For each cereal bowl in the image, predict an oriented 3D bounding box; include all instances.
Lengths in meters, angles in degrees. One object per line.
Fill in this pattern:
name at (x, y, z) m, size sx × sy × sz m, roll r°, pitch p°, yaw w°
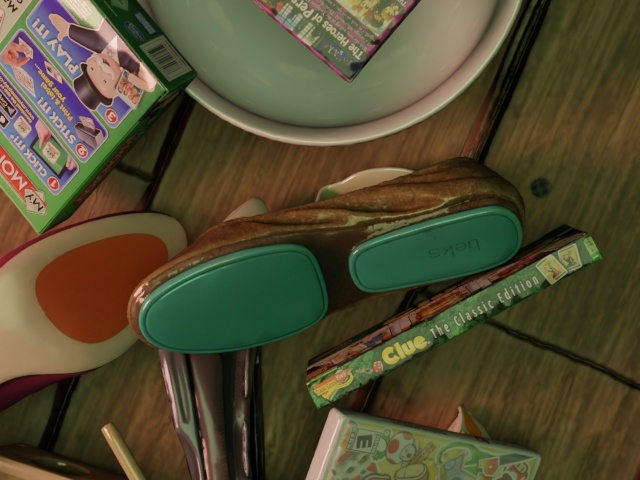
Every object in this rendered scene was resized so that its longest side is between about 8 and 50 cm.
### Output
cereal bowl at (0.003, -0.247, 1.347) m, size 0.339 × 0.141 × 0.338 m, roll 0°, pitch 94°, yaw 1°

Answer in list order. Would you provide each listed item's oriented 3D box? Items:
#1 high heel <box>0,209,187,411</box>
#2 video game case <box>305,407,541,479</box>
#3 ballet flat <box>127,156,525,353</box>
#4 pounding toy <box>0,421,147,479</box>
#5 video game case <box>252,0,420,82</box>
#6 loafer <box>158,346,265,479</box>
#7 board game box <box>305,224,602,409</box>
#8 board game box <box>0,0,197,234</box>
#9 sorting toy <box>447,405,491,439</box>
high heel at (-0.291, 0.088, 1.412) m, size 0.377 × 0.181 × 0.127 m, roll -32°, pitch 100°, yaw -19°
video game case at (0.064, 0.265, 1.384) m, size 0.206 × 0.026 × 0.227 m, roll 15°, pitch 100°, yaw -27°
ballet flat at (0.000, 0.000, 1.375) m, size 0.342 × 0.124 × 0.116 m, roll -18°, pitch 129°, yaw -3°
pounding toy at (-0.191, 0.238, 1.387) m, size 0.206 × 0.094 × 0.181 m, roll 15°, pitch 91°, yaw 15°
video game case at (0.003, -0.274, 1.255) m, size 0.232 × 0.042 × 0.210 m, roll 40°, pitch 92°, yaw -2°
loafer at (-0.065, 0.210, 1.398) m, size 0.095 × 0.109 × 0.302 m, roll -13°, pitch 91°, yaw -3°
board game box at (0.107, 0.061, 1.370) m, size 0.260 × 0.136 × 0.030 m, roll -28°, pitch 91°, yaw 1°
board game box at (-0.266, -0.187, 1.326) m, size 0.317 × 0.046 × 0.213 m, roll 50°, pitch 130°, yaw 3°
sorting toy at (0.130, 0.203, 1.431) m, size 0.075 × 0.045 × 0.083 m, roll 36°, pitch 93°, yaw -21°
